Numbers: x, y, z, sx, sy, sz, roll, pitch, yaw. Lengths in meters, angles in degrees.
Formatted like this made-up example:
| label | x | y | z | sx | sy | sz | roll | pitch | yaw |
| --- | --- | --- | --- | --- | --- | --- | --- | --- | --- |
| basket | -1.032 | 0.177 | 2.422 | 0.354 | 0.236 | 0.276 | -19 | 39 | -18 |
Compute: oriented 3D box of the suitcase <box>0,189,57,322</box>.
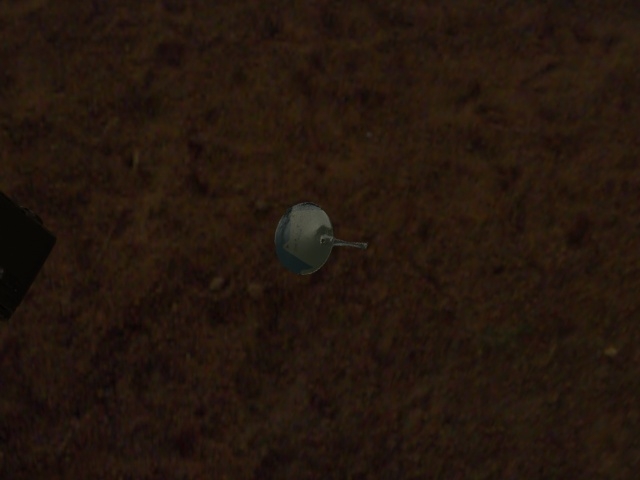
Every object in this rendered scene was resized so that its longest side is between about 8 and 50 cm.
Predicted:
| label | x | y | z | sx | sy | sz | roll | pitch | yaw |
| --- | --- | --- | --- | --- | --- | --- | --- | --- | --- |
| suitcase | -0.562 | -0.054 | 1.623 | 0.283 | 0.434 | 0.194 | 13 | 69 | 36 |

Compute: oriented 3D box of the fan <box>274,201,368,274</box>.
| label | x | y | z | sx | sy | sz | roll | pitch | yaw |
| --- | --- | --- | --- | --- | --- | --- | --- | --- | --- |
| fan | 0.000 | 0.000 | 1.889 | 0.175 | 0.005 | 0.113 | 7 | 89 | 35 |
